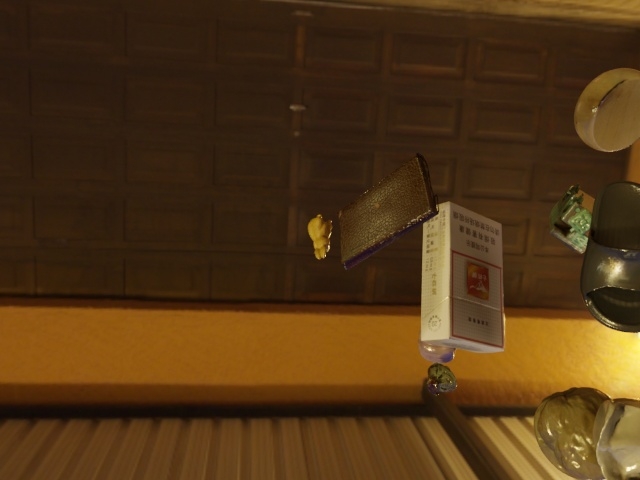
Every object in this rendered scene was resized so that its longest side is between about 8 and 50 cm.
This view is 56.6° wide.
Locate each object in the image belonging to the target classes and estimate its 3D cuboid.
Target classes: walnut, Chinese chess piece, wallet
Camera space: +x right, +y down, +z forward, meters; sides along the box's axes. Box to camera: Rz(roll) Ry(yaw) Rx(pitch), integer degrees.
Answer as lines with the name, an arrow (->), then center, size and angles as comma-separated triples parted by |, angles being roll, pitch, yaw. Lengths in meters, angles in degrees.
walnut -> 0.816, 0.599, 1.855 | 0.253, 0.277, 0.282 | -24, 158, -15
Chinese chess piece -> 0.891, -0.394, 1.800 | 0.250, 0.251, 0.097 | -1, -149, -21
wallet -> 0.123, -0.050, 1.147 | 0.039, 0.133, 0.243 | 15, 144, -35

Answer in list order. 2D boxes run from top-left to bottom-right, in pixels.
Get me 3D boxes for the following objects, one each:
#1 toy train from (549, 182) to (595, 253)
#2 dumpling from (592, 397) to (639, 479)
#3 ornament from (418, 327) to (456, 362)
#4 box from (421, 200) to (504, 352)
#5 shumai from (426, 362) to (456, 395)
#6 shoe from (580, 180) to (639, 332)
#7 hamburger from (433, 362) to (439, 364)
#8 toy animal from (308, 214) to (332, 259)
toy train -> 0.796, -0.074, 1.837 | 0.129, 0.159, 0.326 | 37, -155, 6
dumpling -> 0.565, 0.363, 1.055 | 0.250, 0.163, 0.132 | 22, 159, -30
ornament -> 0.459, 0.380, 2.266 | 0.177, 0.178, 0.177 | 3, -169, -1
box -> 0.348, 0.095, 1.446 | 0.210, 0.331, 0.095 | 18, 159, -34
shumai -> 0.412, 0.499, 2.108 | 0.087, 0.099, 0.123 | -17, -165, -32
shoe -> 0.452, 0.013, 0.892 | 0.108, 0.241, 0.093 | 4, 162, 20
hamburger -> 0.499, 0.478, 2.500 | 0.054, 0.121, 0.084 | 15, -143, 5
toy animal -> -0.001, 0.002, 1.898 | 0.070, 0.083, 0.159 | 26, -140, -35
